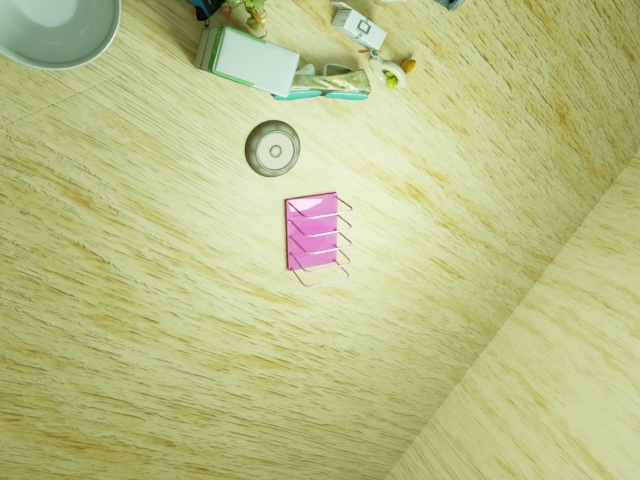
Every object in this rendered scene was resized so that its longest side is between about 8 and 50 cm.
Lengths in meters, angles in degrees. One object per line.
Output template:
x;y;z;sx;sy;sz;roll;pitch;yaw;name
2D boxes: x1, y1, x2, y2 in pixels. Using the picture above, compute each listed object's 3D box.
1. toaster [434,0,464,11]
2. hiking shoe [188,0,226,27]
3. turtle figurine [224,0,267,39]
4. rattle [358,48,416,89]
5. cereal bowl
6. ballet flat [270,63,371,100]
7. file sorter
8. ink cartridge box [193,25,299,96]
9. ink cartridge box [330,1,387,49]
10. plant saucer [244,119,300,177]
0.442;-0.866;1.523;0.146;0.129;0.227;-43;159;-8;toaster
-0.387;-0.714;1.254;0.304;0.113;0.132;39;117;-23;hiking shoe
-0.194;-0.678;1.307;0.087;0.269;0.217;-4;99;19;turtle figurine
0.231;-0.610;1.591;0.200;0.130;0.142;38;97;-27;rattle
-0.669;-0.594;1.161;0.339;0.141;0.338;-11;118;-21;cereal bowl
0.000;-0.512;1.542;0.349;0.123;0.123;-7;116;-21;ballet flat
0.000;0.000;1.736;0.202;0.182;0.290;-11;118;-21;file sorter
-0.217;-0.500;1.331;0.211;0.289;0.121;10;106;-29;ink cartridge box
0.106;-0.675;1.506;0.180;0.104;0.060;20;105;-31;ink cartridge box
-0.154;-0.302;1.607;0.199;0.036;0.198;-10;117;-21;plant saucer
